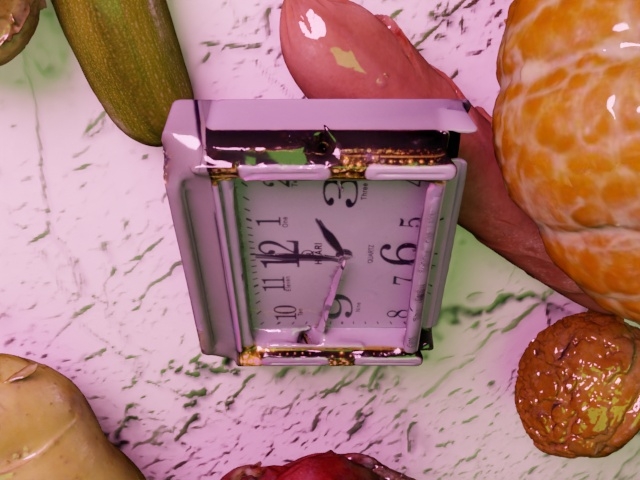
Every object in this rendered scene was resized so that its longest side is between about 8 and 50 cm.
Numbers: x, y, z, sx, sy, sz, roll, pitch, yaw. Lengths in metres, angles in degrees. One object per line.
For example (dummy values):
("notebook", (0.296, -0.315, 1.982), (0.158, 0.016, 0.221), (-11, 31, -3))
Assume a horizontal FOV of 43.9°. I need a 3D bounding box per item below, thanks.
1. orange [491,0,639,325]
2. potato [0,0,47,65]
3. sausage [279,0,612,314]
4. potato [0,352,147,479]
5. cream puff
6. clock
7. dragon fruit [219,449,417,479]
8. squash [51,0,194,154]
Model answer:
("orange", (0.272, -0.094, 0.524), (0.329, 0.249, 0.329), (4, 84, -35))
("potato", (-0.233, -0.194, 0.431), (0.117, 0.090, 0.225), (-14, 115, 16))
("sausage", (0.125, -0.051, 0.620), (0.433, 0.088, 0.088), (34, 103, -28))
("potato", (-0.224, 0.188, 0.610), (0.169, 0.143, 0.248), (-7, 132, 31))
("cream puff", (0.235, 0.129, 0.723), (0.103, 0.126, 0.143), (26, 101, -12))
("clock", (0.000, 0.000, 0.560), (0.187, 0.083, 0.253), (0, 140, 0))
("dragon fruit", (-0.006, 0.329, 0.643), (0.330, 0.329, 0.329), (-7, 118, -13))
("squash", (-0.131, -0.173, 0.486), (0.080, 0.071, 0.318), (-21, 122, -15))
